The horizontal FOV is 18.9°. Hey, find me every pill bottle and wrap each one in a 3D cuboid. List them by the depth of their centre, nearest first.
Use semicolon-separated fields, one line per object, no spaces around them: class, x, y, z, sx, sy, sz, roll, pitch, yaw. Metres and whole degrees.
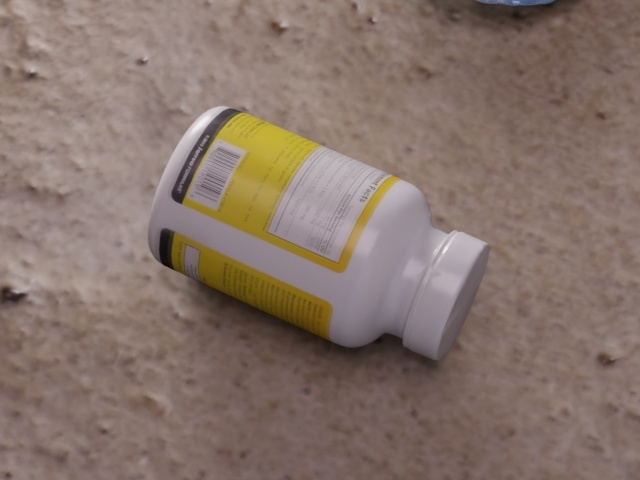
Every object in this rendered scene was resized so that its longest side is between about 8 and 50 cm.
pill bottle;0.000;0.000;1.124;0.184;0.103;0.103;24;67;12

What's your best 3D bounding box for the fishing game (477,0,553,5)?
fishing game;0.111;-0.229;1.270;0.264;0.041;0.189;3;64;-6
